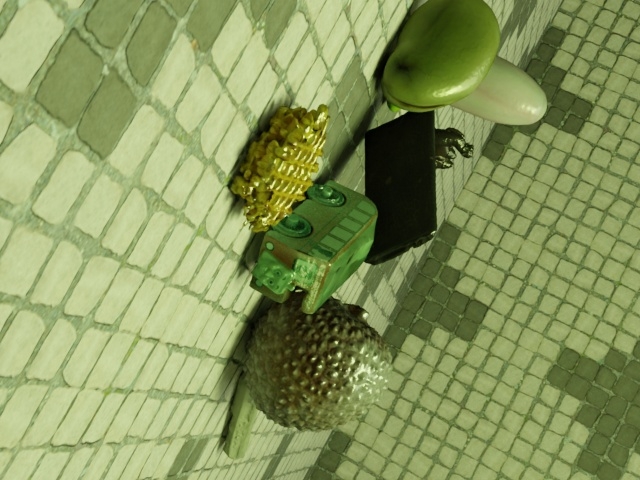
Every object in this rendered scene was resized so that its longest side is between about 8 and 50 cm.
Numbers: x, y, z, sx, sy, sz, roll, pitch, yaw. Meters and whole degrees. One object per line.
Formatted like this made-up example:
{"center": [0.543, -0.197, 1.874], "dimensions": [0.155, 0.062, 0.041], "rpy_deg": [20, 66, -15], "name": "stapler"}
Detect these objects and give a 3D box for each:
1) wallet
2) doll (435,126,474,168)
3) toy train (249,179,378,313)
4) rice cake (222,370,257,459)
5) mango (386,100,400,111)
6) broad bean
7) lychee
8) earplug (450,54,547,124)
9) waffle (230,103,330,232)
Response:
{"center": [0.156, -0.111, 1.706], "dimensions": [0.044, 0.170, 0.321], "rpy_deg": [33, 46, -39], "name": "wallet"}
{"center": [0.315, -0.239, 2.290], "dimensions": [0.057, 0.165, 0.139], "rpy_deg": [-54, 160, -49], "name": "doll"}
{"center": [0.000, 0.000, 1.570], "dimensions": [0.326, 0.159, 0.129], "rpy_deg": [-44, 159, -57], "name": "toy train"}
{"center": [-0.167, 0.374, 1.886], "dimensions": [0.052, 0.057, 0.256], "rpy_deg": [-25, 144, -42], "name": "rice cake"}
{"center": [0.174, -0.316, 1.825], "dimensions": [0.108, 0.056, 0.073], "rpy_deg": [-61, 159, 10], "name": "mango"}
{"center": [0.231, -0.358, 1.684], "dimensions": [0.263, 0.189, 0.121], "rpy_deg": [-50, 171, 4], "name": "broad bean"}
{"center": [-0.002, 0.242, 1.726], "dimensions": [0.300, 0.300, 0.300], "rpy_deg": [-57, 166, -23], "name": "lychee"}
{"center": [0.342, -0.339, 1.885], "dimensions": [0.172, 0.301, 0.172], "rpy_deg": [-58, 166, -24], "name": "earplug"}
{"center": [-0.062, -0.109, 1.317], "dimensions": [0.197, 0.070, 0.193], "rpy_deg": [-53, 164, -26], "name": "waffle"}
